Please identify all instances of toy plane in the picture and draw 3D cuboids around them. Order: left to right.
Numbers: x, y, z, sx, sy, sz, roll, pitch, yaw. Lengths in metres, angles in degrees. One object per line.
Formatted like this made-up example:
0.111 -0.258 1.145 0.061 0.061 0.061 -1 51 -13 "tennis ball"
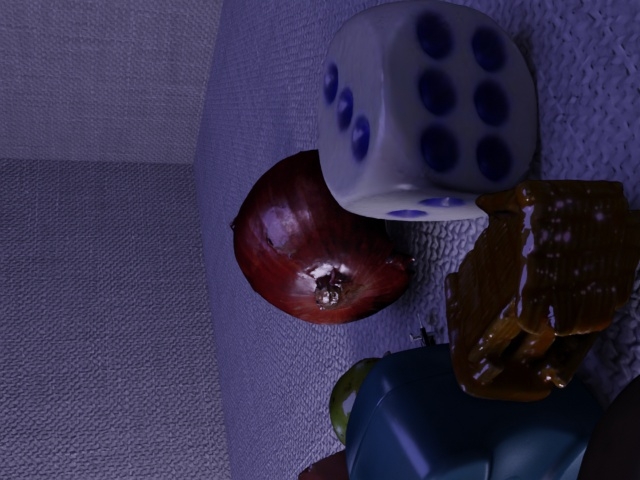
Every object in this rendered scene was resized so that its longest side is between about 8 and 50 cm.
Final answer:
0.185 0.208 1.100 0.078 0.053 0.197 64 -169 -64 "toy plane"

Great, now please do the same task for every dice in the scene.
0.142 -0.171 0.951 0.251 0.243 0.259 163 109 -70 "dice"

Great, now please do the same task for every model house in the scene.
0.247 0.031 0.695 0.220 0.199 0.229 -99 21 -44 "model house"

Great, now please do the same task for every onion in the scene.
-0.002 -0.008 1.200 0.341 0.341 0.341 180 90 -70 "onion"

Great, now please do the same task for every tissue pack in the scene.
0.174 0.224 0.783 0.206 0.287 0.198 -124 40 -49 "tissue pack"

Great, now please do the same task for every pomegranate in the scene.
0.106 0.281 1.191 0.210 0.179 0.180 -67 -7 -54 "pomegranate"

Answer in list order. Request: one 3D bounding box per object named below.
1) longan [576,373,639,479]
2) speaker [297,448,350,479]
0.317 0.209 0.341 0.404 0.336 0.405 34 147 26 "longan"
0.094 0.525 1.176 0.259 0.198 0.330 82 168 -55 "speaker"
